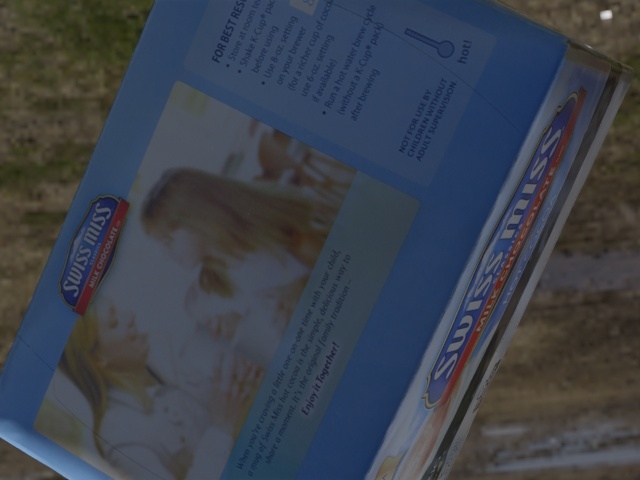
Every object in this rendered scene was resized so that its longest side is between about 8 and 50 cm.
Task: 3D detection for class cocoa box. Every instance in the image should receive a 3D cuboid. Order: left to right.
[{"bbox_3d":[0.000,0.000,0.873,0.231,0.347,0.228,28,-169,17],"label":"cocoa box"}]
